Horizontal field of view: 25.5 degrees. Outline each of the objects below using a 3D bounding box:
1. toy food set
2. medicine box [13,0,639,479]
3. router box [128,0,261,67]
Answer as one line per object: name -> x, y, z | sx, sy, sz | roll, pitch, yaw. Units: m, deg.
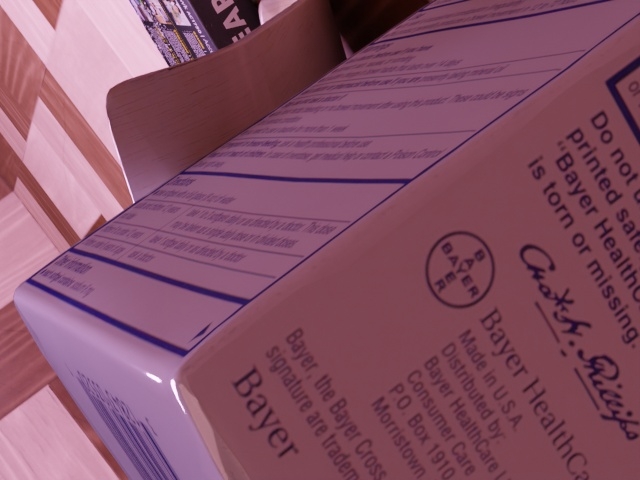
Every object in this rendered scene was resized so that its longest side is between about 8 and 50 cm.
toy food set -> -0.027, -0.015, 0.801 | 0.306, 0.092, 0.220 | -60, -45, -70
medicine box -> 0.057, 0.009, 0.550 | 0.149, 0.289, 0.263 | 59, 163, -14
router box -> -0.078, -0.143, 1.057 | 0.179, 0.046, 0.133 | 59, 163, -24
